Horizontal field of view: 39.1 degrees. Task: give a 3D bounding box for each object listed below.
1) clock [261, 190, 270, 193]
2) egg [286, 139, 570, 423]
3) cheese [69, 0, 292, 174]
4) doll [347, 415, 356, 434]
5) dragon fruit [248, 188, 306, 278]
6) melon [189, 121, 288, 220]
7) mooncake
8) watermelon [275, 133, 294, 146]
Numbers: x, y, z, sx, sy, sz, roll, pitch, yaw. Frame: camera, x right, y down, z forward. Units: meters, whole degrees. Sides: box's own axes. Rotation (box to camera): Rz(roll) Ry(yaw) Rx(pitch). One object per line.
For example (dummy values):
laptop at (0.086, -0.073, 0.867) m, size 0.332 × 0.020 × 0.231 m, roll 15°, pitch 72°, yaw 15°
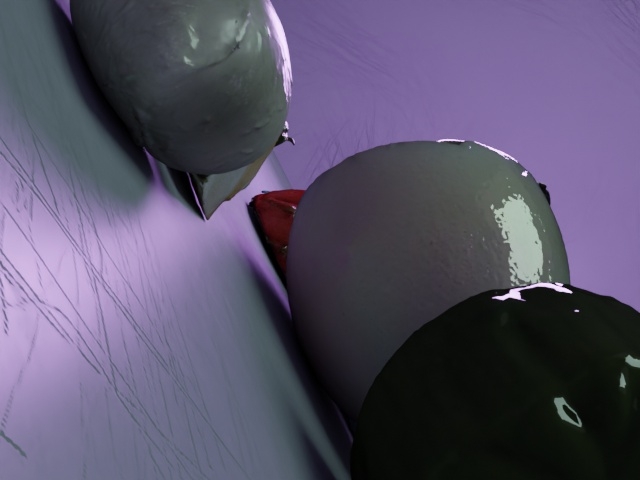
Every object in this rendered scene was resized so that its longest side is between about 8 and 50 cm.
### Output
clock at (-0.070, -0.044, 1.780) m, size 0.135 × 0.041 × 0.101 m, roll 60°, pitch 3°, yaw -27°
egg at (0.134, 0.104, 1.098) m, size 0.354 × 0.355 × 0.339 m, roll 60°, pitch 23°, yaw -51°
cheese at (-0.104, -0.151, 0.738) m, size 0.189 × 0.154 × 0.198 m, roll 69°, pitch -4°, yaw -52°
doll at (0.060, 0.204, 1.259) m, size 0.120 × 0.075 × 0.179 m, roll 55°, pitch 6°, yaw -48°
dragon fruit at (0.000, 0.000, 1.412) m, size 0.223 × 0.148 × 0.218 m, roll 62°, pitch 1°, yaw -39°
melon at (-0.100, -0.104, 0.921) m, size 0.202 × 0.139 × 0.093 m, roll -119°, pitch -158°, yaw -44°
mooncake at (0.210, 0.227, 0.830) m, size 0.356 × 0.356 × 0.194 m, roll 62°, pitch -3°, yaw -26°
watermelon at (-0.123, -0.191, 1.080) m, size 0.204 × 0.127 × 0.232 m, roll 62°, pitch 4°, yaw -1°
